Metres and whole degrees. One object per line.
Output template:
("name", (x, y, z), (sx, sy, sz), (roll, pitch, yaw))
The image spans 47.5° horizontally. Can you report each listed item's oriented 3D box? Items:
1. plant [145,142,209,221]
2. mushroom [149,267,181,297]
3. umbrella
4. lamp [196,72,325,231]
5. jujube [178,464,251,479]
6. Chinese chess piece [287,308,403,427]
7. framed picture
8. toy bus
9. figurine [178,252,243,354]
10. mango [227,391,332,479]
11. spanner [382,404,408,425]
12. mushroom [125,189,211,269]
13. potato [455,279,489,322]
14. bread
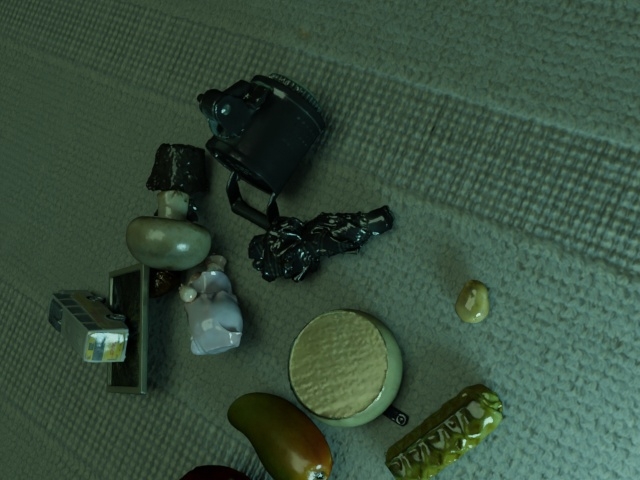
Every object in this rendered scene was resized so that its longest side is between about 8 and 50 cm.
("plant", (-0.361, -0.146, 1.854), (0.142, 0.131, 0.203), (17, 97, 26))
("mushroom", (-0.411, 0.090, 1.860), (0.109, 0.085, 0.126), (-42, 36, 29))
("umbrella", (0.000, 0.012, 1.629), (0.336, 0.128, 0.154), (-6, 91, 20))
("lamp", (-0.117, -0.242, 1.691), (0.205, 0.374, 0.272), (30, 63, 37))
("jujube", (-0.251, 0.671, 1.550), (0.276, 0.276, 0.377), (37, 101, 30))
("Chinese chess piece", (0.051, 0.269, 1.546), (0.249, 0.103, 0.250), (-7, 71, 23))
("framed picture", (-0.492, 0.226, 1.852), (0.240, 0.020, 0.324), (-11, 76, 53))
("toy bus", (-0.593, 0.215, 1.857), (0.342, 0.138, 0.097), (22, 106, 51))
("figurine", (-0.255, 0.156, 1.722), (0.133, 0.200, 0.276), (-23, 43, 6))
("mango", (-0.083, 0.428, 1.585), (0.289, 0.129, 0.146), (43, 111, 33))
("spanner", (0.102, 0.335, 1.568), (0.208, 0.012, 0.046), (28, 93, 30))
("mushroom", (-0.360, -0.027, 1.750), (0.204, 0.204, 0.204), (-6, 77, 28))
("potato", (0.308, 0.123, 1.469), (0.068, 0.062, 0.083), (5, 113, 3))
("bread", (0.245, 0.385, 1.436), (0.269, 0.098, 0.087), (-43, 105, 14))
